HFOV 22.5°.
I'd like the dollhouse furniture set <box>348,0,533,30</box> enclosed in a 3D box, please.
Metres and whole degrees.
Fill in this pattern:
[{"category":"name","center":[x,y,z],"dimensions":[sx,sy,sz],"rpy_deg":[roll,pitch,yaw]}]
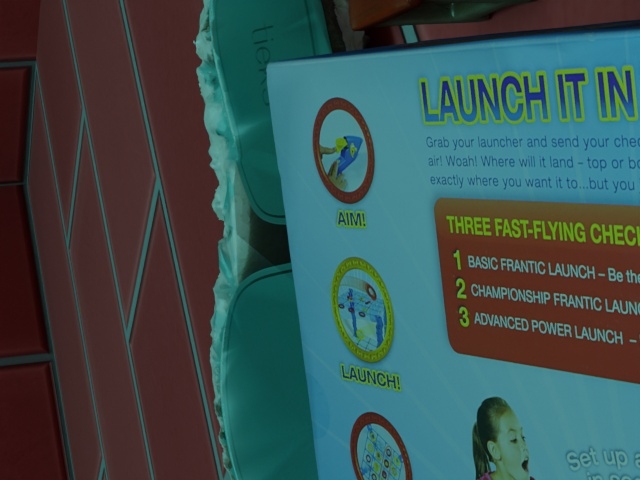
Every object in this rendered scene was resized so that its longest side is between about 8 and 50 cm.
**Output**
[{"category":"dollhouse furniture set","center":[0.045,-0.042,0.859],"dimensions":[0.262,0.135,0.259],"rpy_deg":[177,88,-74]}]

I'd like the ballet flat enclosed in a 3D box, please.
[{"category":"ballet flat","center":[0.000,0.000,1.102],"dimensions":[0.147,0.147,0.409],"rpy_deg":[173,95,-74]}]

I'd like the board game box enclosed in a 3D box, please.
[{"category":"board game box","center":[0.112,0.073,0.578],"dimensions":[0.308,0.086,0.302],"rpy_deg":[6,105,56]}]
